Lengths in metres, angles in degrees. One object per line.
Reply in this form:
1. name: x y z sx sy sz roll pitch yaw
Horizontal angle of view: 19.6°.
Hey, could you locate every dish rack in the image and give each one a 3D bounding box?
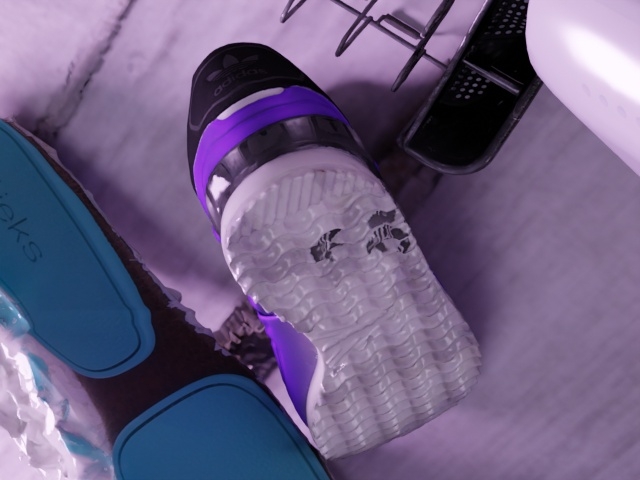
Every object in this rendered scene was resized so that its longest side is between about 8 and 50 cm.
1. dish rack: 0.008 -0.178 0.849 0.271 0.074 0.208 32 132 3

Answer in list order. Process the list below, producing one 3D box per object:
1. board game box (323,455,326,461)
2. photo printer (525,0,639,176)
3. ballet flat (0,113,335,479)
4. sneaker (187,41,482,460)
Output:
1. board game box: -0.051 0.332 1.101 0.078 0.347 0.233 9 141 -27
2. photo printer: 0.218 -0.016 0.680 0.256 0.307 0.107 37 94 28
3. ballet flat: -0.111 0.103 1.046 0.409 0.147 0.147 53 135 16
4. sneaker: 0.001 -0.001 0.975 0.102 0.146 0.293 -25 145 -3
